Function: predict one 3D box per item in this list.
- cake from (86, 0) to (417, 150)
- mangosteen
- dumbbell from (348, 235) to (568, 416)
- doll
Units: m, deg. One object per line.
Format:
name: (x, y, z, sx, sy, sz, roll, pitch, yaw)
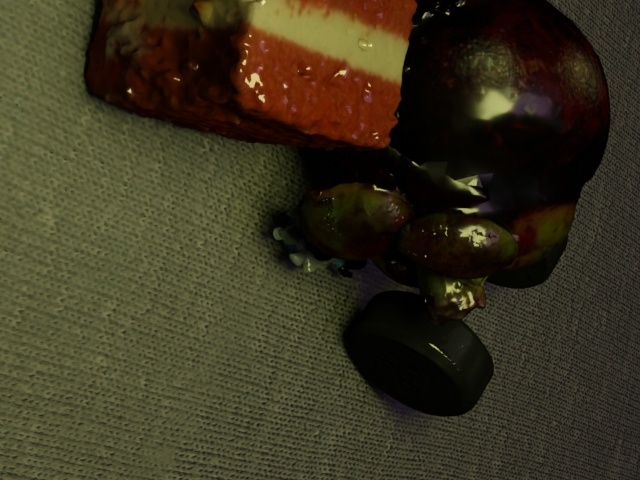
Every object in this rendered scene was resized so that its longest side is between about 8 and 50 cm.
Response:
cake: (-0.071, -0.276, 1.378, 0.270, 0.270, 0.319, 10, 88, -49)
mangosteen: (0.156, -0.131, 1.581, 0.381, 0.381, 0.421, 22, 99, -47)
dumbbell: (0.199, 0.071, 1.769, 0.322, 0.204, 0.203, -55, 131, -27)
doll: (0.000, 0.000, 1.644, 0.195, 0.070, 0.095, 11, 72, -55)
